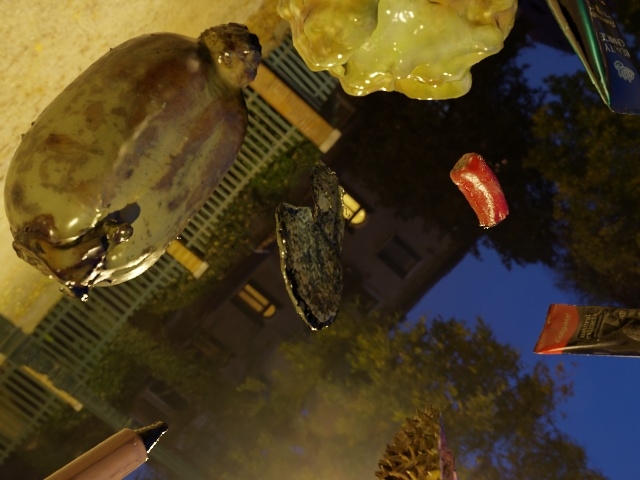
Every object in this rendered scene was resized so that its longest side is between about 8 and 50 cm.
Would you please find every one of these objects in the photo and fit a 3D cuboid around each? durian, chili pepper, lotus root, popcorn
[{"bbox_3d":[0.159,0.377,0.997,0.260,0.154,0.186,-95,-170,-61],"label":"durian"},{"bbox_3d":[0.270,-0.088,1.086,0.070,0.123,0.073,-19,-162,43],"label":"chili pepper"},{"bbox_3d":[-0.165,-0.089,0.617,0.309,0.173,0.173,-55,-169,-19],"label":"lotus root"},{"bbox_3d":[0.092,-0.296,0.760,0.279,0.274,0.335,-29,174,-3],"label":"popcorn"}]

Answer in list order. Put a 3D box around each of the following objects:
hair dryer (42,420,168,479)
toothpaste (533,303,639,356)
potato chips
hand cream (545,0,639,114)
[{"bbox_3d":[-0.291,0.294,0.685,0.344,0.189,0.106,-30,134,-44],"label":"hair dryer"},{"bbox_3d":[0.321,0.098,0.670,0.193,0.045,0.071,-2,-134,47],"label":"toothpaste"},{"bbox_3d":[-0.004,0.001,0.800,0.029,0.202,0.220,-6,-144,23],"label":"potato chips"},{"bbox_3d":[0.365,-0.279,0.860,0.120,0.270,0.061,-3,158,-37],"label":"hand cream"}]
